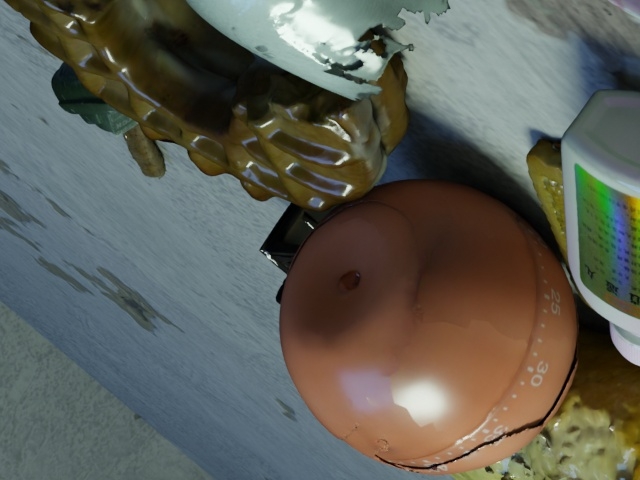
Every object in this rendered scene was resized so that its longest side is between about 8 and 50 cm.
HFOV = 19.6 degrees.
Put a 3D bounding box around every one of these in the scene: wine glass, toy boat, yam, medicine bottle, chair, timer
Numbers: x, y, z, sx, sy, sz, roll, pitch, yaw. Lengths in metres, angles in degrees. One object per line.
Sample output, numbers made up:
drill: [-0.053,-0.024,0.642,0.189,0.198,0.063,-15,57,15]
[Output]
wine glass: [-0.074,-0.206,1.106,0.321,0.143,0.143,29,169,-26]
toy boat: [-0.177,-0.140,1.699,0.085,0.078,0.260,58,160,-16]
yam: [-0.188,-0.105,1.925,0.032,0.032,0.145,30,163,18]
medicine bottle: [0.220,0.002,1.218,0.115,0.078,0.219,24,151,25]
chair: [0.000,0.000,1.697,0.113,0.106,0.229,42,163,-26]
timer: [0.087,0.069,1.476,0.215,0.229,0.229,32,170,-39]

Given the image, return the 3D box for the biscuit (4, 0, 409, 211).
biscuit: [-0.092,-0.144,1.445,0.366,0.115,0.268,31,164,20]

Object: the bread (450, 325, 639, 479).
bread: [0.230,0.169,1.612,0.375,0.165,0.236,20,163,43]

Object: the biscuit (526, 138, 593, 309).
biscuit: [0.247,0.021,1.386,0.172,0.029,0.254,27,162,30]

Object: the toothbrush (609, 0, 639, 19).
toothbrush: [0.200,-0.128,1.045,0.269,0.021,0.027,26,175,31]
